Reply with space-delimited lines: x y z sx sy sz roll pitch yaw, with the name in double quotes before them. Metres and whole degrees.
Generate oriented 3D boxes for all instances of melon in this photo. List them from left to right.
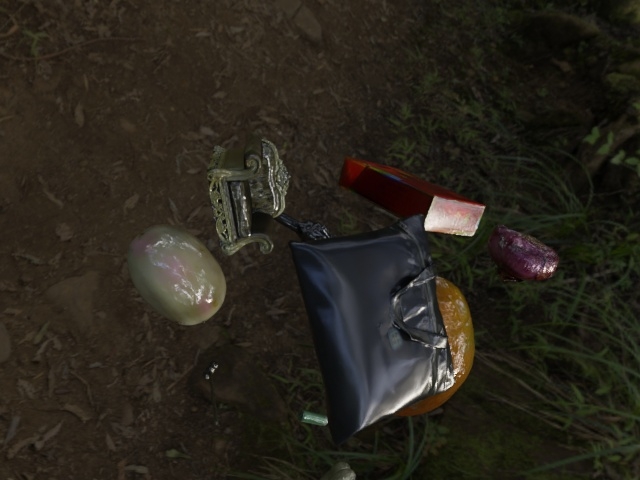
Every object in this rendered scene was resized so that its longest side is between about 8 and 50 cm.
"melon" -0.401 0.101 1.455 0.317 0.223 0.223 56 45 -25

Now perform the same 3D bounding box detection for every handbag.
"handbag" 0.078 0.102 0.664 0.211 0.088 0.254 -14 93 -29

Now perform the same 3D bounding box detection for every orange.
"orange" 0.165 0.197 0.984 0.274 0.274 0.310 -22 108 -46

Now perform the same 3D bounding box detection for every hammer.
"hammer" -0.312 0.443 1.499 0.029 0.292 0.058 32 96 -22

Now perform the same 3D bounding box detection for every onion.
"onion" 0.606 0.057 1.588 0.230 0.163 0.230 28 16 -8

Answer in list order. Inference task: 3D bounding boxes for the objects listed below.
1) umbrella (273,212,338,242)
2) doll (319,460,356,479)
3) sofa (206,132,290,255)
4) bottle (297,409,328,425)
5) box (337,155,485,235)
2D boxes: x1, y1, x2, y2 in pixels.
"umbrella" 0.000 0.000 1.581 0.340 0.118 0.118 29 56 -16
"doll" -0.036 0.637 1.243 0.278 0.149 0.175 -39 143 -15
"sofa" -0.163 -0.112 1.257 0.200 0.181 0.258 -98 -178 -63
"bottle" -0.019 0.468 1.359 0.083 0.030 0.030 24 60 -30
"box" 0.214 -0.113 1.265 0.197 0.313 0.089 4 110 -40
